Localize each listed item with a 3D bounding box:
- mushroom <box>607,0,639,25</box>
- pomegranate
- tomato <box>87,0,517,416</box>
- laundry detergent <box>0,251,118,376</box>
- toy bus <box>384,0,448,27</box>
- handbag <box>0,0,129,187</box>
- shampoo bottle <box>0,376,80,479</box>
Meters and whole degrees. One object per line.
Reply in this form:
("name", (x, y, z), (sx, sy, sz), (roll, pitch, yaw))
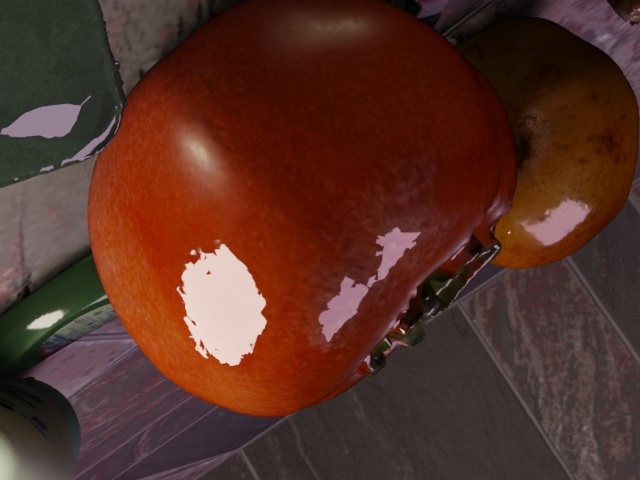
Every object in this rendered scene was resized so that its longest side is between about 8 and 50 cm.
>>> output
("mushroom", (0.366, -0.280, 1.177), (0.094, 0.072, 0.210), (-38, 169, 28))
("pomegranate", (0.203, -0.102, 1.115), (0.264, 0.264, 0.264), (-30, 166, -8))
("tomato", (-0.010, -0.037, 0.822), (0.341, 0.273, 0.341), (-44, 169, -11))
("laundry detergent", (-0.263, 0.079, 1.080), (0.211, 0.063, 0.137), (-33, 172, 4))
("toy bus", (0.065, -0.181, 0.910), (0.037, 0.052, 0.130), (-21, 163, -29))
("handbag", (-0.226, -0.089, 0.462), (0.260, 0.079, 0.247), (-24, 154, -13))
("shampoo bottle", (-0.353, 0.222, 1.124), (0.349, 0.222, 0.151), (75, 29, -84))
